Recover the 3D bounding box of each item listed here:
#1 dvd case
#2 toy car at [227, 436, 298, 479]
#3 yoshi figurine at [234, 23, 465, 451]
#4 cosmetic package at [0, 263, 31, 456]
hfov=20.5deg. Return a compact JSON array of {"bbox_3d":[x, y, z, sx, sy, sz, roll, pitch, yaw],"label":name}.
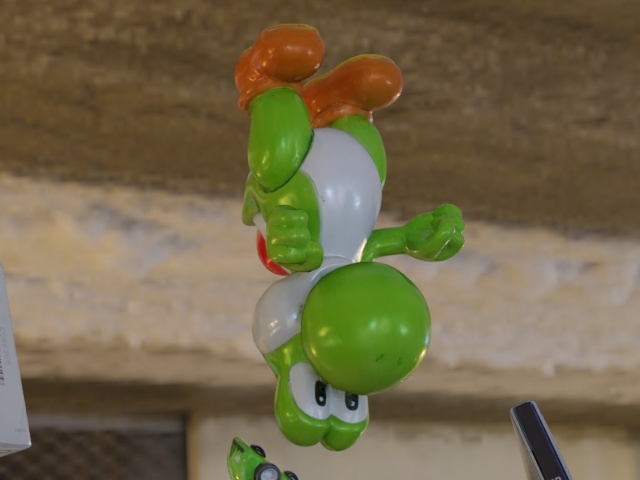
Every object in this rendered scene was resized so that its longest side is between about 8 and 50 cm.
[{"bbox_3d":[0.232,0.279,1.565,0.030,0.238,0.179,-21,147,0],"label":"dvd case"},{"bbox_3d":[-0.004,0.252,1.527,0.225,0.053,0.239,41,178,-20],"label":"toy car"},{"bbox_3d":[0.024,-0.006,1.525,0.204,0.362,0.203,-4,160,4],"label":"yoshi figurine"},{"bbox_3d":[-0.515,0.164,1.879,0.385,0.217,0.156,-20,162,21],"label":"cosmetic package"}]
